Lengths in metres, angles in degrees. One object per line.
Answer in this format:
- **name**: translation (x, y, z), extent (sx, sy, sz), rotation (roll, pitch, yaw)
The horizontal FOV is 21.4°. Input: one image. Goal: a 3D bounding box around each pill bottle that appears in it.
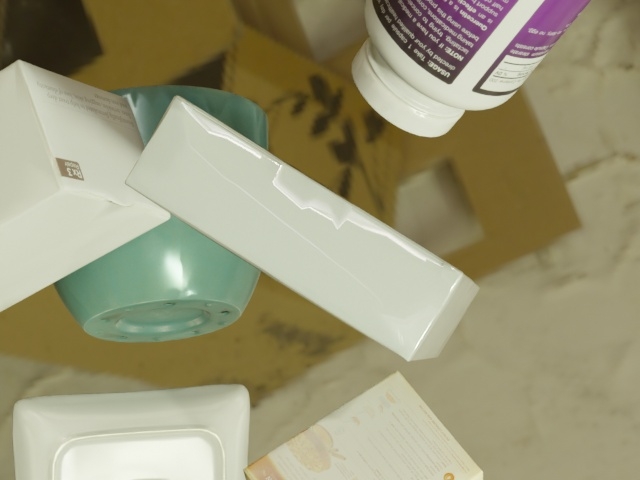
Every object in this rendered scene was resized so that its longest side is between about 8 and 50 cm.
- **pill bottle**: translation (0.164, -0.255, 1.650), extent (0.182, 0.181, 0.323), rotation (1, 140, -41)

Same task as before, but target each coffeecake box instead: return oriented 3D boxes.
- **coffeecake box**: translation (0.042, 0.237, 1.643), extent (0.185, 0.142, 0.068), rotation (-31, 148, -15)

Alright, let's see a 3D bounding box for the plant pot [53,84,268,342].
- **plant pot**: translation (-0.192, -0.016, 1.959), extent (0.293, 0.235, 0.293), rotation (-7, 163, -2)

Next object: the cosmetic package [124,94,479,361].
- **cosmetic package**: translation (0.000, 0.000, 1.564), extent (0.097, 0.284, 0.377), rotation (-60, 171, 1)

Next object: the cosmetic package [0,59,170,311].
- **cosmetic package**: translation (-0.378, -0.017, 1.758), extent (0.385, 0.156, 0.217), rotation (-28, 163, 17)

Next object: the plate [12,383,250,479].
- **plate**: translation (-0.212, 0.310, 1.954), extent (0.278, 0.277, 0.045), rotation (-2, -169, -18)
